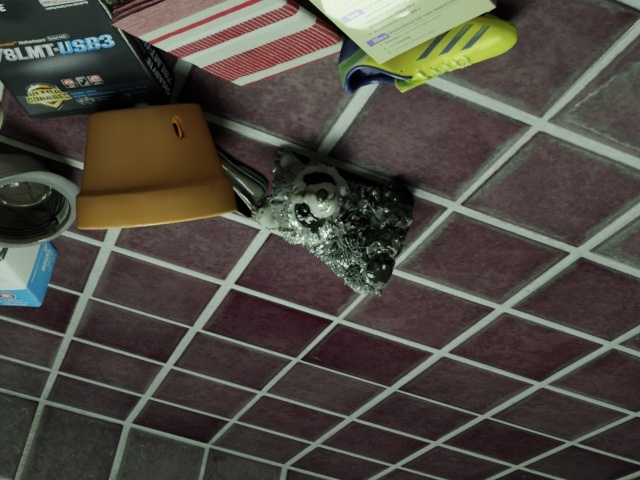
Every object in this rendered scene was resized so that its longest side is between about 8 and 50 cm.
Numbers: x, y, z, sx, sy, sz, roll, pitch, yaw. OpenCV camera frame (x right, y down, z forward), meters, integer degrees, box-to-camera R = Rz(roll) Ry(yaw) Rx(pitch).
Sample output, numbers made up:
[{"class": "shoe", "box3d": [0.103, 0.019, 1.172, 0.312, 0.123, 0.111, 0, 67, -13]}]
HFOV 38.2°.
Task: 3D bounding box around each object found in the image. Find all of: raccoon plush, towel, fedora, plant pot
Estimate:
[{"class": "raccoon plush", "box3d": [0.000, 0.000, 1.908, 0.299, 0.216, 0.446, 20, 148, -2]}, {"class": "towel", "box3d": [-0.131, -0.334, 1.455, 0.237, 0.037, 0.329, -12, 164, 30]}, {"class": "fedora", "box3d": [-0.638, -0.099, 1.932, 0.244, 0.124, 0.275, -36, 151, 17]}, {"class": "plant pot", "box3d": [-0.307, -0.138, 1.678, 0.291, 0.203, 0.291, -6, -173, 1]}]

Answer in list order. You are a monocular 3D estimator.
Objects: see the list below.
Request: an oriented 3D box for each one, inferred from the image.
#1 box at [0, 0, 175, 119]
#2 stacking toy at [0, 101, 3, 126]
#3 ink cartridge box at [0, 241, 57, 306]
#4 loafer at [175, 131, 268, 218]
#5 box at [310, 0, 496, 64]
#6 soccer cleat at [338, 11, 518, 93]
[{"class": "box", "box3d": [-0.445, -0.338, 1.598, 0.296, 0.073, 0.293, -2, 147, 18]}, {"class": "stacking toy", "box3d": [-0.811, -0.311, 1.583, 0.351, 0.350, 0.479, -7, 129, 25]}, {"class": "ink cartridge box", "box3d": [-0.828, -0.014, 2.126, 0.286, 0.166, 0.395, 1, 148, 12]}, {"class": "loafer", "box3d": [-0.225, -0.131, 1.852, 0.268, 0.084, 0.096, 26, 145, -24]}, {"class": "box", "box3d": [0.096, -0.399, 1.308, 0.214, 0.117, 0.243, -20, 138, 39]}, {"class": "soccer cleat", "box3d": [0.167, -0.285, 1.456, 0.289, 0.121, 0.093, -3, 157, 21]}]
